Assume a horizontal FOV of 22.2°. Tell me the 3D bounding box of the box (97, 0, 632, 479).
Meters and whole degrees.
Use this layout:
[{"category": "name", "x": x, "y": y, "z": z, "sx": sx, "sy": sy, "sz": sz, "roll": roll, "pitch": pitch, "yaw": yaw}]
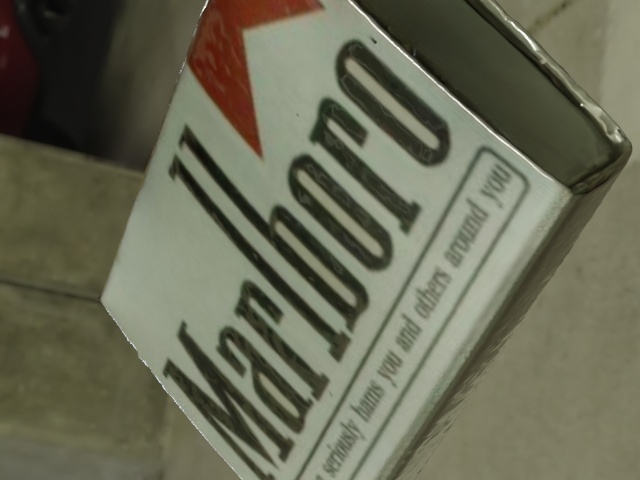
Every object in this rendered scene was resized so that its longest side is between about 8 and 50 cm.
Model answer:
[{"category": "box", "x": 0.000, "y": 0.000, "z": 0.443, "sx": 0.115, "sy": 0.036, "sz": 0.177, "roll": 47, "pitch": 141, "yaw": 19}]
